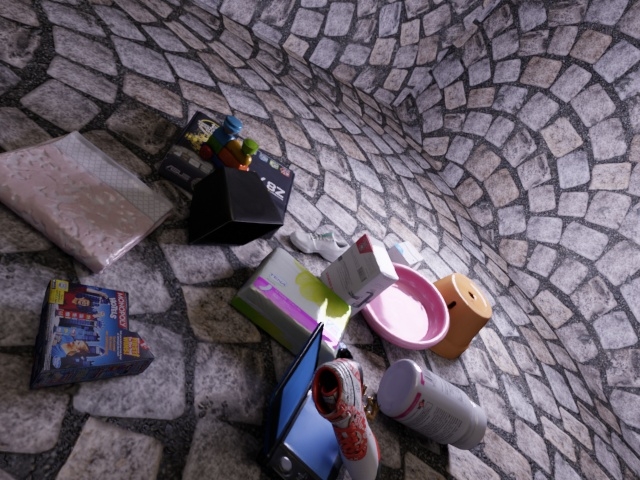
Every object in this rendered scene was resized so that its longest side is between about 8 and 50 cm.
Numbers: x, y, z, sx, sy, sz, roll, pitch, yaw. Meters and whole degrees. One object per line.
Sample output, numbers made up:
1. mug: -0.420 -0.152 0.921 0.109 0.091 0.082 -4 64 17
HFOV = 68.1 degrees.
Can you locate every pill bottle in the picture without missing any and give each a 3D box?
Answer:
1. pill bottle: 0.310 0.459 1.308 0.283 0.160 0.160 33 31 -17

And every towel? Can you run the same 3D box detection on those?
1. towel: -0.548 -0.107 1.100 0.332 0.053 0.317 39 30 -6

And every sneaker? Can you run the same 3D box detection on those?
1. sneaker: 0.061 0.311 1.270 0.058 0.084 0.152 42 29 -2
2. sneaker: 0.000 0.000 1.585 0.212 0.094 0.080 21 38 -34
3. sneaker: 0.047 0.386 0.993 0.145 0.090 0.270 21 57 -60

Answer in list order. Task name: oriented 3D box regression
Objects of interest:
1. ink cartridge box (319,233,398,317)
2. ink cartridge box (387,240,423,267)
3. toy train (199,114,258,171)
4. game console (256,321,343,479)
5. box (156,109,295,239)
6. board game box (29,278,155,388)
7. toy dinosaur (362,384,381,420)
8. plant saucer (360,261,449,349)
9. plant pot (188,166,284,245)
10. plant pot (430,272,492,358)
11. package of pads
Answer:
1. ink cartridge box: 0.112 0.112 1.453 0.092 0.218 0.158 25 34 -38
2. ink cartridge box: 0.357 0.062 1.971 0.104 0.060 0.180 52 31 16
3. toy train: -0.224 -0.231 1.373 0.248 0.143 0.105 48 33 6
4. game console: -0.001 0.370 1.032 0.250 0.173 0.293 43 30 0
5. box: -0.281 -0.216 1.517 0.395 0.097 0.318 32 35 -17
6. board game box: -0.415 0.181 0.885 0.194 0.060 0.194 19 37 -38
7. toy dinosaur: 0.091 0.432 1.121 0.112 0.064 0.211 -13 103 -55
8. plant saucer: 0.262 0.222 1.567 0.332 0.084 0.332 15 43 -15
9. plant pot: -0.240 -0.092 1.271 0.188 0.187 0.166 1 70 -50
10. plant pot: 0.481 0.256 1.734 0.291 0.203 0.290 31 31 -22
11. package of pads: -0.064 0.175 1.277 0.296 0.101 0.229 41 30 -6
